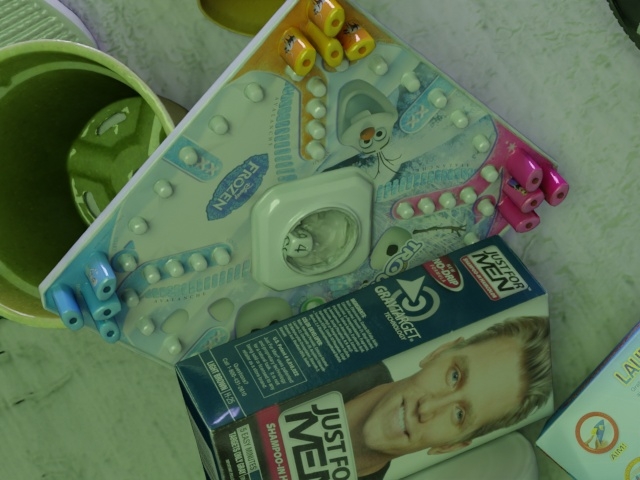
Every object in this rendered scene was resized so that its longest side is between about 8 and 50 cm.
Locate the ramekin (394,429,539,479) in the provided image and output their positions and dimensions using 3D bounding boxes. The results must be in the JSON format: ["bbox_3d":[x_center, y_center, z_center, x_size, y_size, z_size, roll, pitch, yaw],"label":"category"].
[{"bbox_3d":[0.094,0.294,1.543,0.273,0.273,0.127,-12,106,15],"label":"ramekin"}]

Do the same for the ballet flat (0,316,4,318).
[{"bbox_3d":[-0.369,0.062,1.737,0.231,0.077,0.077,-19,73,17],"label":"ballet flat"}]

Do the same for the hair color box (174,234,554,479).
[{"bbox_3d":[0.050,0.144,1.504,0.347,0.105,0.174,-22,132,-13],"label":"hair color box"}]

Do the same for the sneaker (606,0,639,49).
[{"bbox_3d":[0.382,-0.205,1.475,0.146,0.122,0.330,-28,96,42],"label":"sneaker"}]

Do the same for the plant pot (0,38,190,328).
[{"bbox_3d":[-0.224,-0.062,1.592,0.276,0.254,0.276,1,95,15],"label":"plant pot"}]

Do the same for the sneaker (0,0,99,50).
[{"bbox_3d":[-0.385,-0.258,1.694,0.321,0.127,0.126,25,108,-14],"label":"sneaker"}]

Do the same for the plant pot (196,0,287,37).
[{"bbox_3d":[-0.056,-0.282,1.606,0.134,0.134,0.095,0,69,14],"label":"plant pot"}]

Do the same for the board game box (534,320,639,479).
[{"bbox_3d":[0.422,0.181,1.498,0.302,0.086,0.308,42,106,6],"label":"board game box"}]

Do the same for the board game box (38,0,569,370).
[{"bbox_3d":[0.000,0.000,1.471,0.390,0.390,0.050,-48,42,12],"label":"board game box"}]
